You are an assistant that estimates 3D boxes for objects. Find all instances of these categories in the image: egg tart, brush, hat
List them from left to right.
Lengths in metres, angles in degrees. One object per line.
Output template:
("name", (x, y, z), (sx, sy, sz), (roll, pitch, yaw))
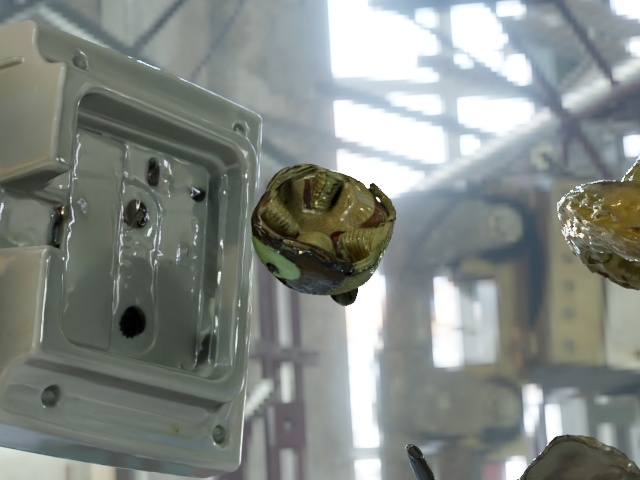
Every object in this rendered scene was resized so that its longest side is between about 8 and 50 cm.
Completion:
("hat", (0.000, 0.000, 1.003), (0.077, 0.076, 0.059), (21, -40, 7))
("brush", (0.111, 0.247, 1.553), (0.063, 0.016, 0.193), (28, -27, 45))
("egg tart", (0.282, 0.008, 1.090), (0.279, 0.095, 0.279), (21, -6, 2))

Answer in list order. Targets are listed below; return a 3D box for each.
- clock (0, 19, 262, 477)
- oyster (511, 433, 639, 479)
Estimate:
("clock", (-0.126, 0.010, 1.121), (0.116, 0.262, 0.231), (-10, -20, 43))
("oyster", (0.185, 0.214, 0.942), (0.100, 0.275, 0.271), (-43, 2, -32))
